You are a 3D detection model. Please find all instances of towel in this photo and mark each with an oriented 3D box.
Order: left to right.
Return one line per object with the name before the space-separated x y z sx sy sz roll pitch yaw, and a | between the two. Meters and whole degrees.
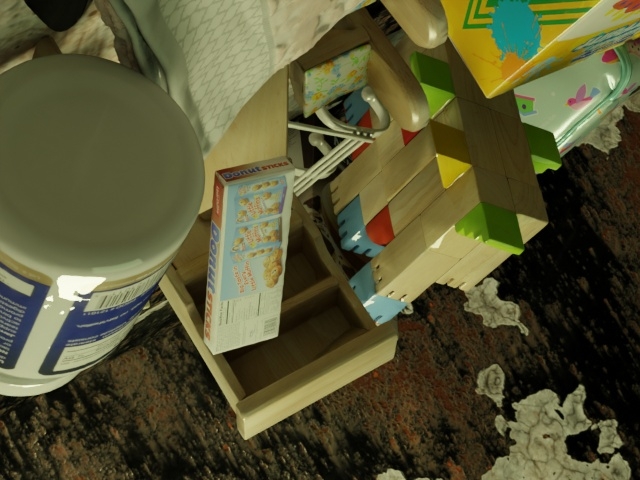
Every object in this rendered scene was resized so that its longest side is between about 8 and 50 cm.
towel | -0.010 -0.212 0.977 0.317 0.053 0.332 -45 167 -9

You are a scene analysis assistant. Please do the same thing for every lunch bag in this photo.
lunch bag | 0.252 -0.213 1.801 0.108 0.224 0.279 -29 169 -49

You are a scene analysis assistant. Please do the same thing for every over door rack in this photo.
over door rack | -0.117 -0.103 1.607 0.324 0.108 0.239 -5 158 -38

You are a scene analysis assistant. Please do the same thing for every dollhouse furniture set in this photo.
dollhouse furniture set | -0.062 -0.030 1.292 0.362 0.256 0.394 -28 157 -15

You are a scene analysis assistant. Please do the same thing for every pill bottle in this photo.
pill bottle | -0.182 0.004 0.979 0.153 0.153 0.264 -26 167 -30

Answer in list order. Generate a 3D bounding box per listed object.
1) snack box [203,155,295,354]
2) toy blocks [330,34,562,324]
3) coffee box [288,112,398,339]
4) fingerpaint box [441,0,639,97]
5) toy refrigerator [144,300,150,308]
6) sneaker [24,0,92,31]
snack box | -0.060 0.015 1.207 0.064 0.022 0.178 -14 131 -25
toy blocks | 0.116 -0.077 1.695 0.191 0.381 0.261 16 139 -31
coffee box | 0.000 0.000 1.846 0.119 0.168 0.297 -32 -144 26
fingerpaint box | 0.378 -0.355 1.530 0.445 0.163 0.371 -24 170 -38
toy refrigerator | -0.327 0.063 1.644 0.269 0.094 0.102 -19 171 37
sneaker | -0.136 -0.215 0.920 0.178 0.072 0.077 -40 -169 47
